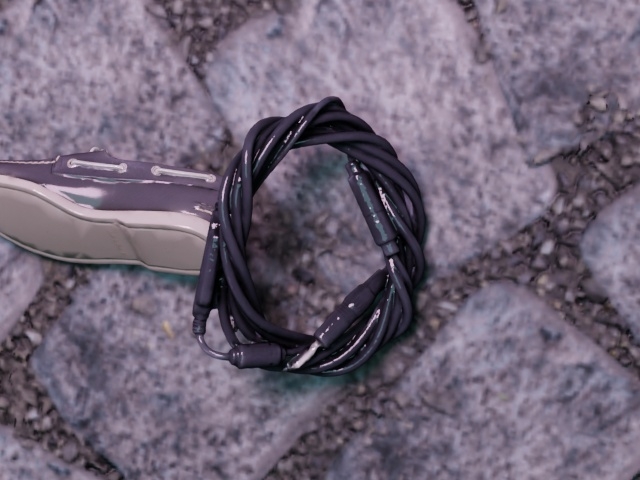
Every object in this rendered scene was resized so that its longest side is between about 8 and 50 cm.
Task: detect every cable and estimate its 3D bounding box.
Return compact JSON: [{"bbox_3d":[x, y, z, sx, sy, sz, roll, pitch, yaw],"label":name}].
[{"bbox_3d":[0.000,0.000,1.046,0.150,0.047,0.185,10,98,-17],"label":"cable"}]

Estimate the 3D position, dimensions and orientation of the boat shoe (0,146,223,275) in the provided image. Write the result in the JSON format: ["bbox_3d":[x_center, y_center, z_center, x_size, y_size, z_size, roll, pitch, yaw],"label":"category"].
[{"bbox_3d":[-0.150,-0.028,1.112,0.206,0.075,0.065,11,53,18],"label":"boat shoe"}]
